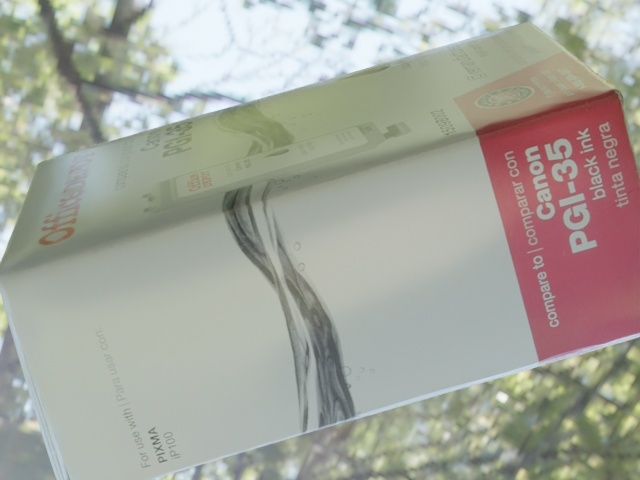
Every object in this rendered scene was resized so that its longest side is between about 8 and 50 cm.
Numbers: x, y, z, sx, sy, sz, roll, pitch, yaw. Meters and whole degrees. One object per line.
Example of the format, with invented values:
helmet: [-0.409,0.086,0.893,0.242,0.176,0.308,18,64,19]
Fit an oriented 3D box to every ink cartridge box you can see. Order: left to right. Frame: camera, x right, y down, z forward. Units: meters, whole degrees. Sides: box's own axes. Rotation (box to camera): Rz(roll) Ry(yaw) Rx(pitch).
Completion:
ink cartridge box: [0.000,0.000,0.787,0.283,0.117,0.207,-16,-163,0]
